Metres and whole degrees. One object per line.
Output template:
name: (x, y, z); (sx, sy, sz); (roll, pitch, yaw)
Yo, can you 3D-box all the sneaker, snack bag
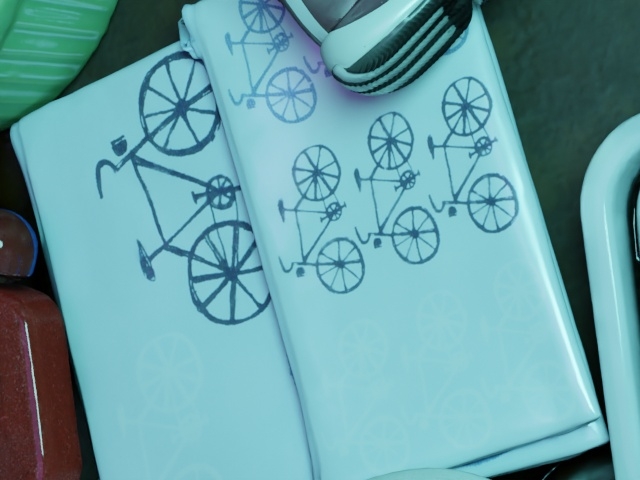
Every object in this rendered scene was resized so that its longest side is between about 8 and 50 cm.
sneaker: (0.066, -0.225, 0.918); (0.281, 0.106, 0.162); (-45, 73, -2)
snack bag: (-0.030, 0.008, 1.014); (0.342, 0.037, 0.323); (-21, 77, 27)

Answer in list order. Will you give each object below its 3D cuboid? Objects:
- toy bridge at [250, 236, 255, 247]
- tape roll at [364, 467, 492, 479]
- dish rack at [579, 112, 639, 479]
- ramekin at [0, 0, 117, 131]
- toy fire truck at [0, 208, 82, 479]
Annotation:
toy bridge: (0.000, 0.000, 1.034); (0.188, 0.026, 0.063); (-25, 76, 26)
tape roll: (0.008, 0.293, 0.844); (0.392, 0.072, 0.392); (-37, 31, 26)
dish rack: (0.286, 0.083, 0.858); (0.285, 0.072, 0.333); (-9, 86, 28)
ramekin: (-0.267, -0.202, 1.105); (0.303, 0.148, 0.303); (0, 91, 28)
toy fire truck: (-0.277, 0.086, 1.098); (0.302, 0.169, 0.254); (19, 99, 28)
